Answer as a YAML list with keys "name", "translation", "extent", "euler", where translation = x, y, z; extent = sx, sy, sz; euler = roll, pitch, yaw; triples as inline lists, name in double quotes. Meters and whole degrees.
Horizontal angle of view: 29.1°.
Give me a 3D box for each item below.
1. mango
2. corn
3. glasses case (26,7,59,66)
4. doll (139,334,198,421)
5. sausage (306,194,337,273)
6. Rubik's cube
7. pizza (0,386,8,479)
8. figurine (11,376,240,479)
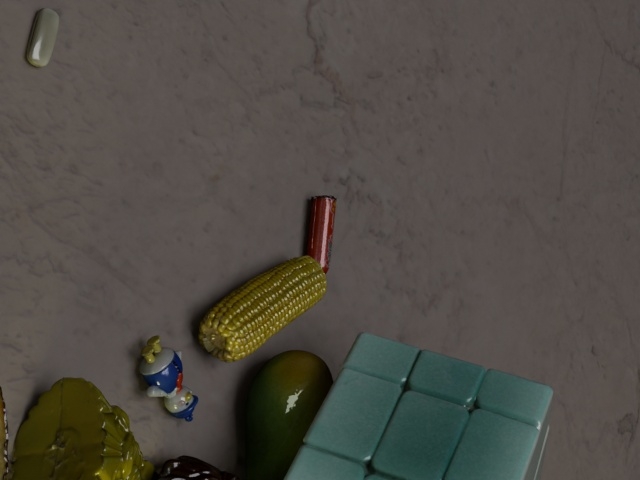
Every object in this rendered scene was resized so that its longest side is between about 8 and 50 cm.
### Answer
- name: "mango"
  translation: [-0.047, 0.293, 1.893]
  extent: [0.156, 0.114, 0.251]
  euler: [19, 72, -54]
- name: "corn"
  translation: [-0.085, 0.100, 1.891]
  extent: [0.244, 0.093, 0.093]
  euler: [-35, 111, -44]
- name: "glasses case"
  translation: [-0.377, -0.276, 1.679]
  extent: [0.032, 0.021, 0.083]
  euler: [24, 69, -41]
- name: "doll"
  translation: [-0.217, 0.204, 1.774]
  extent: [0.143, 0.057, 0.099]
  euler: [66, 32, -25]
- name: "sausage"
  translation: [0.000, 0.000, 2.018]
  extent: [0.048, 0.050, 0.145]
  euler: [14, 77, -39]
- name: "Rubik's cube"
  translation: [0.146, 0.381, 1.843]
  extent: [0.319, 0.315, 0.322]
  euler: [88, 23, -45]
- name: "pizza"
  translation: [-0.478, 0.283, 1.459]
  extent: [0.223, 0.089, 0.324]
  euler: [21, 60, -41]
- name: "figurine"
  translation: [-0.250, 0.327, 1.683]
  extent: [0.315, 0.168, 0.187]
  euler: [36, 22, -48]
